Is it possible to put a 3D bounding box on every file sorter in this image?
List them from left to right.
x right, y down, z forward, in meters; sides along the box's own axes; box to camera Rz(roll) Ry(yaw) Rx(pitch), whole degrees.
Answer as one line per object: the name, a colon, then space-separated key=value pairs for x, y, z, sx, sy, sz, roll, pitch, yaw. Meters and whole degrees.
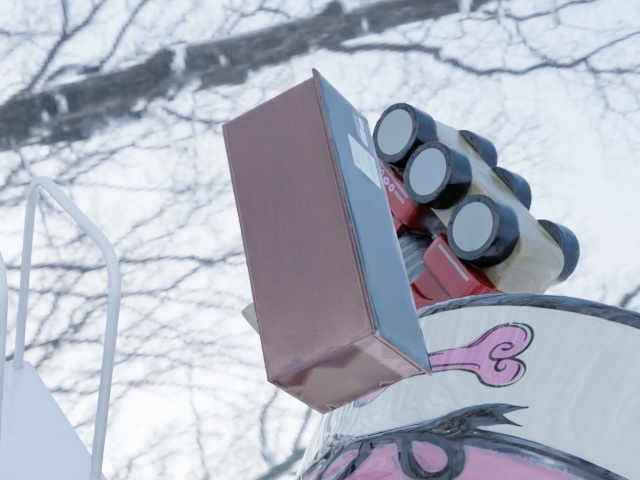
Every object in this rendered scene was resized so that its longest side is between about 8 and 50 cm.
file sorter: x=-0.281 y=0.064 z=0.792 sx=0.193 sy=0.277 sz=0.173 roll=37 pitch=-56 yaw=55

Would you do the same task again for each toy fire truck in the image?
toy fire truck: x=0.070 y=0.025 z=1.190 sx=0.246 sy=0.158 sz=0.217 roll=-54 pitch=-135 yaw=21

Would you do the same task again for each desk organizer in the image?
desk organizer: x=0.000 y=0.000 z=0.536 sx=0.050 sy=0.047 sz=0.130 roll=-26 pitch=-125 yaw=20

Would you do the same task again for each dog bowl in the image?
dog bowl: x=0.135 y=0.240 z=0.750 sx=0.408 sy=0.150 sz=0.408 roll=18 pitch=-52 yaw=25
